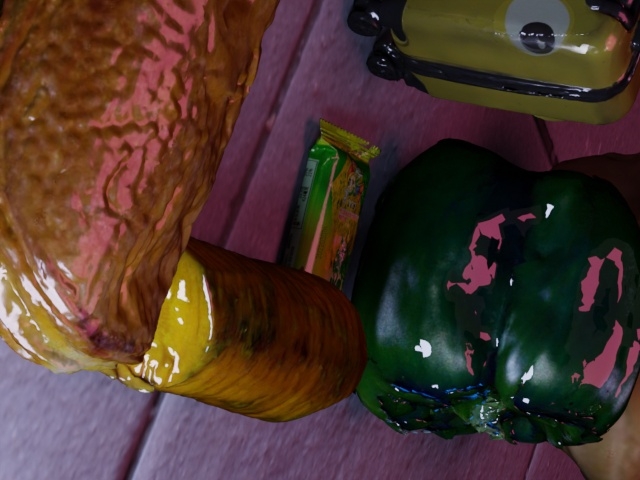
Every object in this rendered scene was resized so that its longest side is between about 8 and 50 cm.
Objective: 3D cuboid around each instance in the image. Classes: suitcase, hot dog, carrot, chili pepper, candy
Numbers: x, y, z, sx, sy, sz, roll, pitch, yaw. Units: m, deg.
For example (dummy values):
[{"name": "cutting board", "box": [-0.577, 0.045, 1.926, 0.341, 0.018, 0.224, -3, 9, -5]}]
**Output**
[{"name": "suitcase", "box": [0.166, -0.200, 1.458, 0.143, 0.234, 0.194, 62, 46, -58]}, {"name": "hot dog", "box": [-0.117, -0.061, 1.019, 0.196, 0.122, 0.272, 32, 76, -65]}, {"name": "carrot", "box": [-0.056, 0.062, 1.237, 0.302, 0.114, 0.114, 21, 82, -66]}, {"name": "chili pepper", "box": [0.150, 0.051, 1.583, 0.233, 0.248, 0.257, 124, -21, -80]}, {"name": "candy", "box": [0.001, 0.000, 1.442, 0.102, 0.032, 0.178, 25, 79, -67]}]

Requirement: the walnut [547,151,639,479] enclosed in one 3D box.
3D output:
[{"name": "walnut", "box": [0.317, 0.076, 1.830, 0.383, 0.383, 0.384, 13, 90, -68]}]
